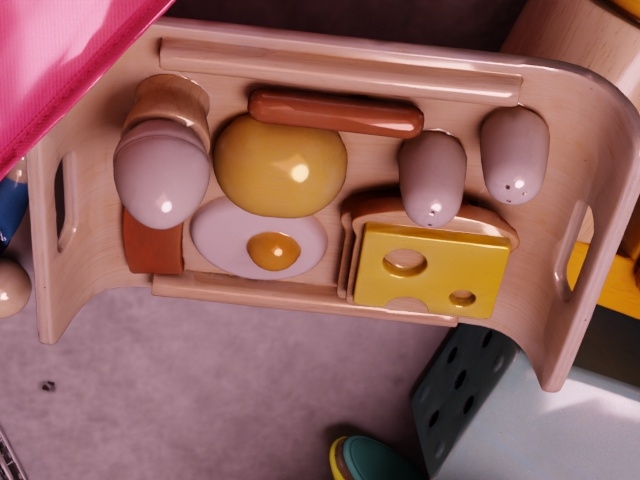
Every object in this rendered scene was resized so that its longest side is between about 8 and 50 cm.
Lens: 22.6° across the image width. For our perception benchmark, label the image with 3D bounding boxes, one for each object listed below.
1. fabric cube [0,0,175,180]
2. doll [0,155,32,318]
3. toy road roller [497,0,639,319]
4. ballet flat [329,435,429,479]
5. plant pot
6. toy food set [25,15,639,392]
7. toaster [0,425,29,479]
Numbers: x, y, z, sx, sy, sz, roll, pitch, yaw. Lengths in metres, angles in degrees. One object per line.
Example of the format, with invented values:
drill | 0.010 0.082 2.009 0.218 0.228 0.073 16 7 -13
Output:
fabric cube | -0.170 -0.229 0.716 0.254 0.258 0.259 -43 118 12
doll | -0.225 -0.027 0.930 0.129 0.046 0.189 -28 119 4
toy road roller | 0.259 -0.017 0.930 0.329 0.240 0.202 20 111 -21
ballet flat | 0.075 0.216 1.114 0.231 0.077 0.077 33 123 -27
plant pot | 0.188 0.138 1.049 0.234 0.165 0.165 26 109 -15
toy food set | 0.000 0.000 0.857 0.306 0.092 0.219 7 140 -1
toaster | -0.249 0.198 0.998 0.146 0.129 0.227 -21 118 -3
